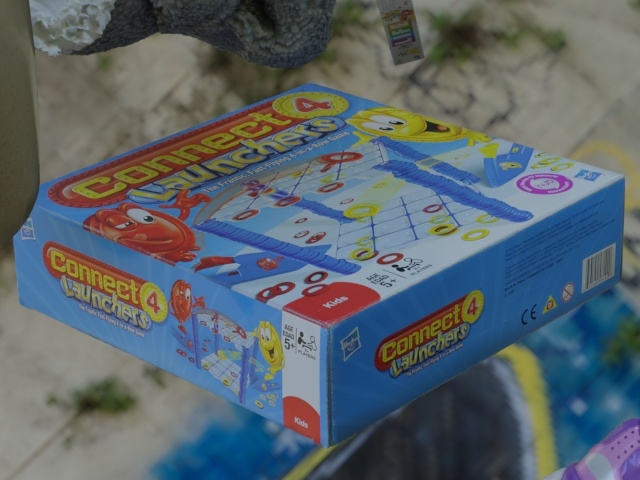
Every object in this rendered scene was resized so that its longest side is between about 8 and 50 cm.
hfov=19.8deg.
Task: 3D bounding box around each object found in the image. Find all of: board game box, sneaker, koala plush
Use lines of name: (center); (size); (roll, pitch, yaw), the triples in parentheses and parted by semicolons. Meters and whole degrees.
board game box: (0.051, -0.209, 1.414); (0.026, 0.103, 0.154); (-14, -16, 4)
sneaker: (0.267, 0.185, 1.308); (0.236, 0.095, 0.104); (21, -68, -38)
koala plush: (-0.116, -0.188, 1.224); (0.221, 0.203, 0.196); (-18, 22, -6)
board game box: (0.000, 0.000, 1.272); (0.308, 0.302, 0.086); (-25, -56, -41)

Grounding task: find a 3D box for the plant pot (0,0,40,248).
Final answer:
plant pot: (-0.261, -0.112, 1.018); (0.256, 0.256, 0.274); (-41, -42, -19)
